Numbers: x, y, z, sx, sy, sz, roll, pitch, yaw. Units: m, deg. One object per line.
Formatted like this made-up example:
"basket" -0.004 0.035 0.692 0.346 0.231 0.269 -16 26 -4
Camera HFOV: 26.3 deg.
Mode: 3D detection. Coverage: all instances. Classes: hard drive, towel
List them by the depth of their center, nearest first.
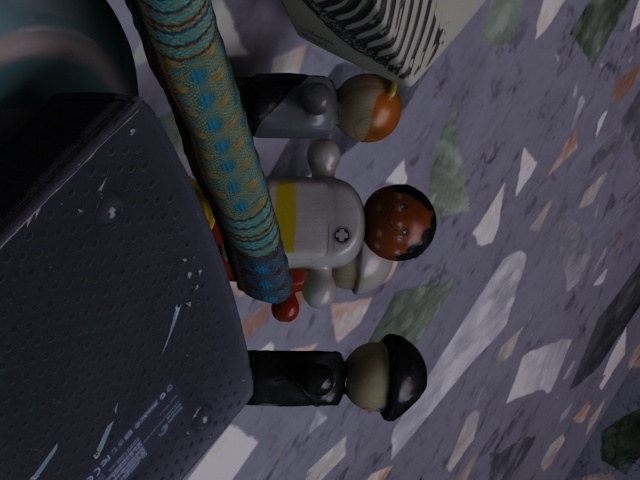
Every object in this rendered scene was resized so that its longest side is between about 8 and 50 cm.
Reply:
"towel" -0.095 -0.162 0.586 0.040 0.271 0.370 -21 148 -5
"hard drive" -0.114 0.058 0.614 0.172 0.054 0.255 -49 153 -22

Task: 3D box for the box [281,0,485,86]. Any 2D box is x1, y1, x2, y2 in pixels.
"box" 0.007 -0.223 0.812 0.094 0.113 0.275 -50 143 -15

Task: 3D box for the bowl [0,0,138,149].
"bowl" -0.200 -0.039 0.609 0.311 0.163 0.312 -42 150 -31

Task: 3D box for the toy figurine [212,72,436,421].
"toy figurine" 0.000 0.000 0.939 0.213 0.148 0.210 -99 -167 -53

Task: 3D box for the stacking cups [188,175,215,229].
"stacking cups" -0.125 0.099 0.785 0.096 0.096 0.316 83 9 -52
